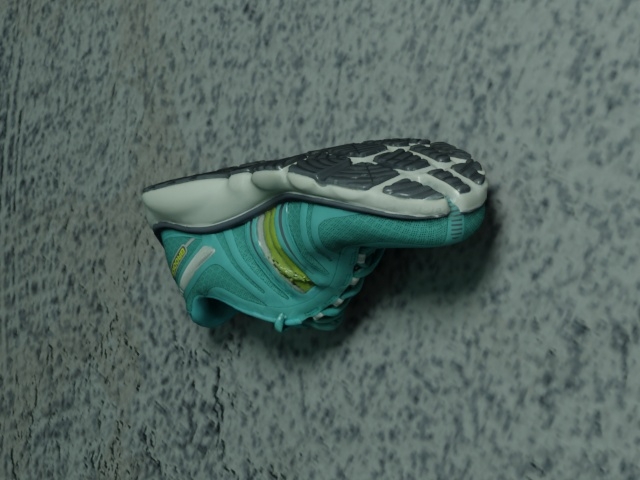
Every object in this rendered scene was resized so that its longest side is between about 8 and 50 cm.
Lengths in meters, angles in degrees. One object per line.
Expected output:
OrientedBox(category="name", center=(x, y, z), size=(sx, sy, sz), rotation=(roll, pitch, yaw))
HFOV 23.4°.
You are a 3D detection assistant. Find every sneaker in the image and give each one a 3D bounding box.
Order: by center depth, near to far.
OrientedBox(category="sneaker", center=(0.000, 0.000, 0.929), size=(0.275, 0.107, 0.110), rotation=(-8, 96, 52))
